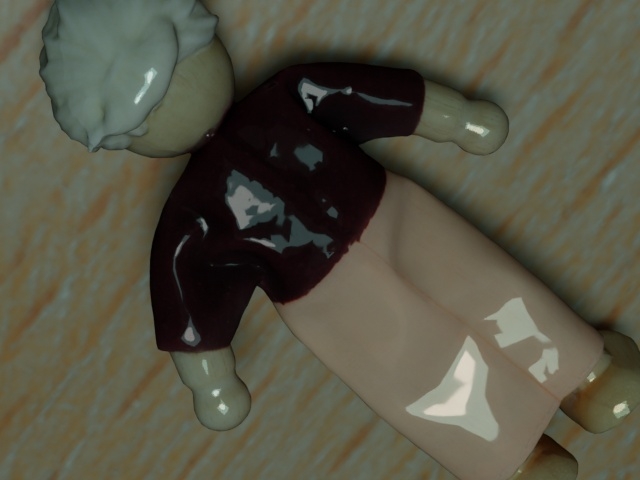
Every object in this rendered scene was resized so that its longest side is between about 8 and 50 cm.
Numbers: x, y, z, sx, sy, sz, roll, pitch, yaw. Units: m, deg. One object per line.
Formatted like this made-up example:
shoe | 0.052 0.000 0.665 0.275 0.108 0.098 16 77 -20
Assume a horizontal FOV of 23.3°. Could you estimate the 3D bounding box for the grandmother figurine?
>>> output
grandmother figurine | 0.000 0.000 0.755 0.342 0.104 0.208 43 73 -17
